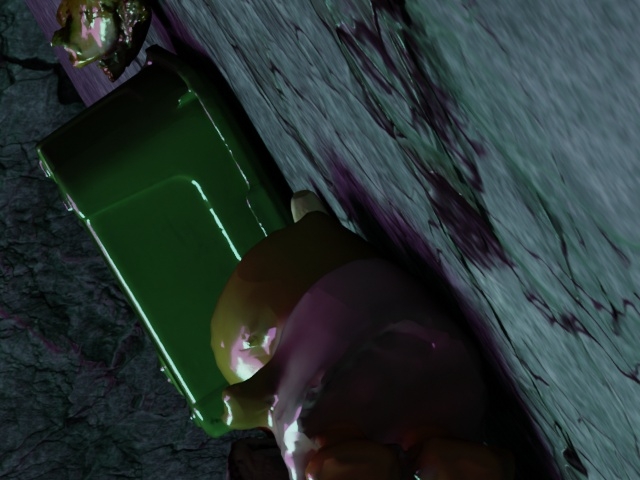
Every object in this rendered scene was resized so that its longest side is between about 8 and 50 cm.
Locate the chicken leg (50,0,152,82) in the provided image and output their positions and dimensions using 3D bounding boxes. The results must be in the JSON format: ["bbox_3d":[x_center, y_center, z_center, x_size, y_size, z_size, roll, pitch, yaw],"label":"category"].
[{"bbox_3d":[-0.189,-0.209,1.741,0.085,0.101,0.207,27,162,0],"label":"chicken leg"}]

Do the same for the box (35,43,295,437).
[{"bbox_3d":[-0.113,0.008,1.789,0.328,0.178,0.253,59,172,-16],"label":"box"}]

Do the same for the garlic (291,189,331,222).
[{"bbox_3d":[-0.001,0.000,1.546,0.053,0.041,0.083,-110,2,-53],"label":"garlic"}]

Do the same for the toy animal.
[{"bbox_3d":[0.009,0.080,1.348,0.281,0.195,0.169,-144,61,-62],"label":"toy animal"}]

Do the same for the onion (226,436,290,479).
[{"bbox_3d":[0.041,0.224,1.395,0.247,0.250,0.111,-143,64,-70],"label":"onion"}]
